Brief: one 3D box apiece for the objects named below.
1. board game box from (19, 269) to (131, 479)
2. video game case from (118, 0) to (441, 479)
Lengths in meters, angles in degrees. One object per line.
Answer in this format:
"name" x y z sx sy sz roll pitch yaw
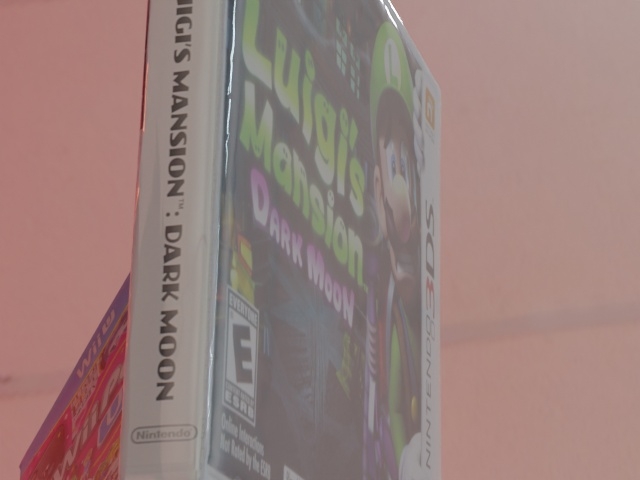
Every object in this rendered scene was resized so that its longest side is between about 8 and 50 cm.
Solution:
"board game box" -0.083 0.133 0.978 0.224 0.097 0.303 -59 -164 16
"video game case" 0.000 0.000 0.448 0.022 0.190 0.173 -6 -112 17
